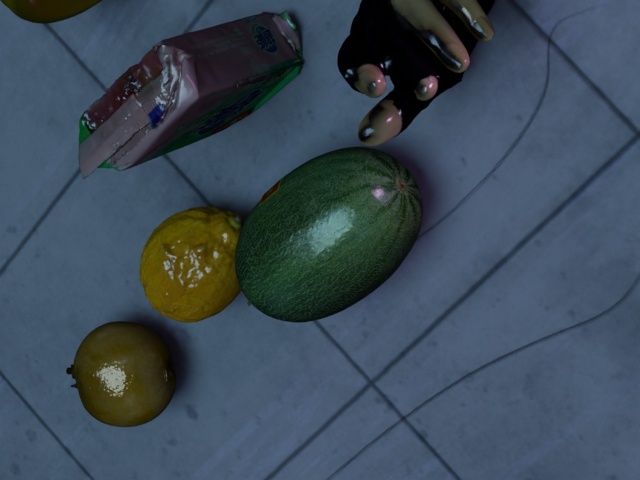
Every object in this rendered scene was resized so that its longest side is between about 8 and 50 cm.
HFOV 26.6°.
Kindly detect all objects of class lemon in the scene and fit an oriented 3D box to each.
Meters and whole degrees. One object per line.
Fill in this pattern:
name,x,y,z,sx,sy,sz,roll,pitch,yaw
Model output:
lemon,-0.161,0.027,1.783,0.142,0.142,0.187,48,119,6

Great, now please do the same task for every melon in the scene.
melon,0.000,0.000,1.665,0.287,0.182,0.182,-37,87,28

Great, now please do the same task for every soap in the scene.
soap,-0.156,-0.181,1.633,0.218,0.273,0.098,-34,88,31

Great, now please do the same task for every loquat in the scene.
loquat,-0.275,0.187,1.897,0.163,0.137,0.163,8,123,13

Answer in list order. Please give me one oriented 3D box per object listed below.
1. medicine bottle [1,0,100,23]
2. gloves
medicine bottle,-0.402,-0.475,1.691,0.384,0.224,0.224,49,122,14
gloves,0.102,-0.210,1.485,0.152,0.301,0.197,17,116,0
